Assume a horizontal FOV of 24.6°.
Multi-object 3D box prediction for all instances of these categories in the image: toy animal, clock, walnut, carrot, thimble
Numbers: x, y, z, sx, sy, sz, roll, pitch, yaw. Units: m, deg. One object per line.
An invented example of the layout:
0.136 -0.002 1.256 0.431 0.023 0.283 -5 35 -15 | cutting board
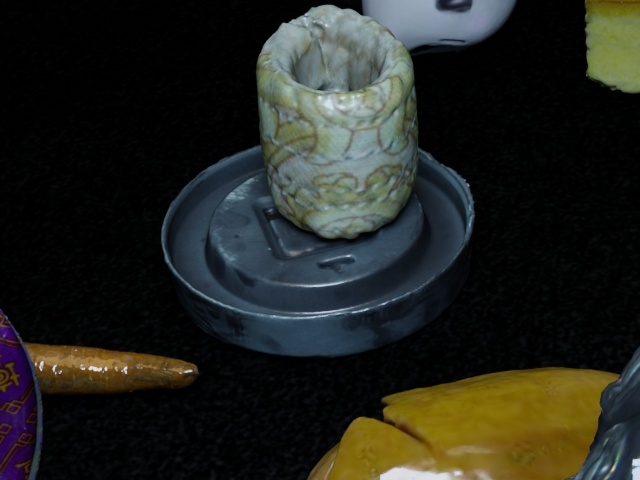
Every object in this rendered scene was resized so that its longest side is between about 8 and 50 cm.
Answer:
0.104 -0.288 1.582 0.235 0.165 0.187 29 51 35 | toy animal
0.000 0.000 1.304 0.280 0.055 0.281 -4 37 3 | clock
0.135 0.178 0.929 0.336 0.209 0.209 -9 36 -22 | walnut
-0.192 0.109 1.201 0.191 0.047 0.047 3 38 7 | carrot
0.012 -0.107 1.278 0.137 0.143 0.190 -11 37 -6 | thimble

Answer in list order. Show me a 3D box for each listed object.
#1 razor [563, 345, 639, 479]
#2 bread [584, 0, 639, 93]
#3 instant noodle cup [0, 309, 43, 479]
0.290 0.190 0.822 0.327 0.107 0.189 37 50 -8 | razor
0.413 -0.334 1.548 0.244 0.233 0.362 2 34 14 | bread
-0.393 0.091 1.040 0.339 0.340 0.266 -20 31 -18 | instant noodle cup
